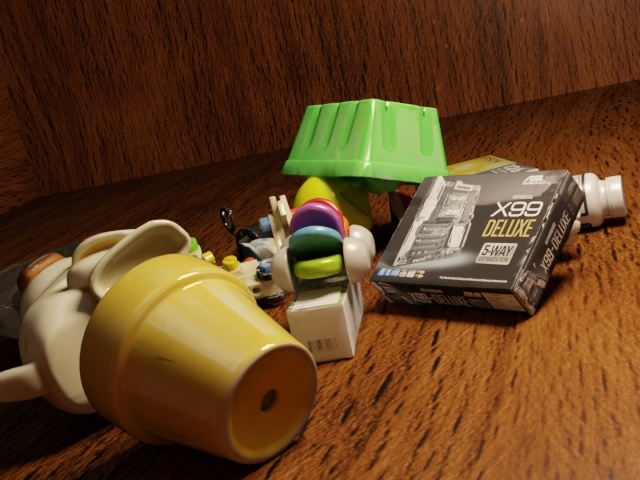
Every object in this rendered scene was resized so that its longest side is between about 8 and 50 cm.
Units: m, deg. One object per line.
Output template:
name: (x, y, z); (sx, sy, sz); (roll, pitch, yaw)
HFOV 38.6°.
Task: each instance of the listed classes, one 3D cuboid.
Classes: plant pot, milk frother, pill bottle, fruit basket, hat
plant pot: (-0.142, 0.169, 1.194); (0.239, 0.253, 0.254); (21, 34, 39)
milk frother: (-0.155, -0.038, 2.205); (0.129, 0.143, 0.135); (-11, 14, 43)
pill bottle: (0.492, -0.073, 1.788); (0.194, 0.108, 0.108); (-8, 15, 21)
fruit basket: (0.074, -0.113, 1.986); (0.283, 0.391, 0.392); (4, 4, -29)
hat: (-0.525, 0.141, 1.866); (0.332, 0.133, 0.331); (-8, 32, 5)

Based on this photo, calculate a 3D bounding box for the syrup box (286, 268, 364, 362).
syrup box: (0.013, 0.114, 1.521); (0.093, 0.096, 0.237); (-9, 14, 9)

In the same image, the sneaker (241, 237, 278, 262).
sneaker: (-0.112, 0.037, 1.984); (0.092, 0.087, 0.229); (-14, 15, -10)

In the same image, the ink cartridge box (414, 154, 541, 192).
ink cartridge box: (0.422, -0.156, 2.286); (0.307, 0.072, 0.303); (-17, 14, -7)

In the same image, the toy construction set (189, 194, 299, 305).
toy construction set: (-0.170, 0.047, 1.823); (0.328, 0.151, 0.215); (-28, 30, 3)

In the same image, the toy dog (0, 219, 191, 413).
toy dog: (-0.365, 0.145, 1.510); (0.395, 0.284, 0.408); (-38, 20, -18)

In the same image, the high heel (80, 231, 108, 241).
high heel: (-0.591, 0.028, 2.503); (0.244, 0.082, 0.117); (8, 12, 25)

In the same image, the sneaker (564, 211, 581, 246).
sneaker: (0.330, -0.051, 1.719); (0.147, 0.129, 0.330); (3, 0, -26)

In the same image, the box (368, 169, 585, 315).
box: (0.260, -0.001, 1.544); (0.308, 0.076, 0.242); (2, 54, 48)

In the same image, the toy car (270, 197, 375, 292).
toy car: (0.000, 0.000, 1.498); (0.159, 0.136, 0.182); (-8, 15, 12)

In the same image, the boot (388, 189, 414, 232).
boot: (0.249, -0.066, 2.056); (0.176, 0.088, 0.244); (-14, 22, -2)
